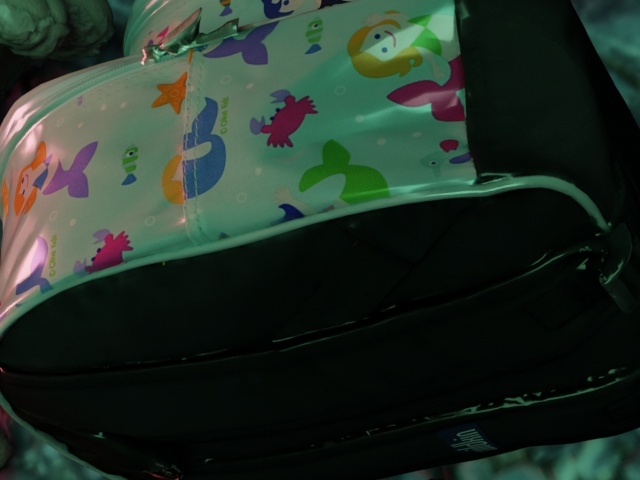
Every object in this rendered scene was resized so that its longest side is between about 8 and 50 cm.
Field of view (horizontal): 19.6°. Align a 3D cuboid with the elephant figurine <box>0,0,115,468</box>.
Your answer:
[{"bbox_3d":[-0.206,-0.028,0.815,0.186,0.169,0.239,43,113,45],"label":"elephant figurine"}]

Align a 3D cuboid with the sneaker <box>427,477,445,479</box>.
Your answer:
[{"bbox_3d":[0.065,0.151,0.743,0.234,0.078,0.106,3,86,18],"label":"sneaker"}]

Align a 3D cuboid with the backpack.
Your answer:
[{"bbox_3d":[0.000,0.000,0.710,0.253,0.225,0.191,-21,56,17],"label":"backpack"}]
